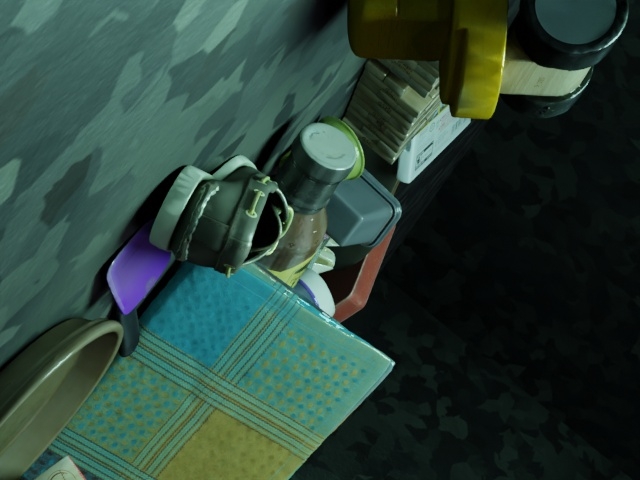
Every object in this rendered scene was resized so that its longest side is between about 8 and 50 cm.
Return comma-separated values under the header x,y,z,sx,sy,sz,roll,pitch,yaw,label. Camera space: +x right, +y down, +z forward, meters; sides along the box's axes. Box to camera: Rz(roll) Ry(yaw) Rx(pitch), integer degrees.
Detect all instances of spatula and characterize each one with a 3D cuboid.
x,y,z,sx,sy,sz,roll,pitch,yaw,label
-0.188,0.061,1.426,0.084,0.030,0.296,-53,176,-24,spatula

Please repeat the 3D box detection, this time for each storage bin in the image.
x,y,z,sx,sy,sz,roll,pitch,yaw,label
0.023,-0.047,1.913,0.098,0.135,0.091,-53,162,26,storage bin

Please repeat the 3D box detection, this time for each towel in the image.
x,y,z,sx,sy,sz,roll,pitch,yaw,label
-0.133,0.198,1.626,0.370,0.271,0.040,-49,-160,12,towel

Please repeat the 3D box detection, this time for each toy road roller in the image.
x,y,z,sx,sy,sz,roll,pitch,yaw,label
0.148,-0.277,1.315,0.202,0.240,0.330,96,-4,-79,toy road roller

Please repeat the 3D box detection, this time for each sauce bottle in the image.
x,y,z,sx,sy,sz,roll,pitch,yaw,label
-0.061,0.004,1.638,0.111,0.111,0.344,-44,172,-46,sauce bottle

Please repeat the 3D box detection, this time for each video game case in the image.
x,y,z,sx,sy,sz,roll,pitch,yaw,label
0.180,-0.221,2.089,0.227,0.026,0.206,-43,147,-48,video game case

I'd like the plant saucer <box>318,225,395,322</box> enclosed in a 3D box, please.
x,y,z,sx,sy,sz,roll,pitch,yaw,label
0.021,0.069,2.346,0.258,0.047,0.259,-36,-158,41,plant saucer

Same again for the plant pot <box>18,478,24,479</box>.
x,y,z,sx,sy,sz,roll,pitch,yaw,label
-0.294,0.405,1.750,0.254,0.239,0.254,-49,174,-7,plant pot

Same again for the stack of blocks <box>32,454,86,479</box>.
x,y,z,sx,sy,sz,roll,pitch,yaw,label
-0.349,0.339,1.347,0.297,0.087,0.171,-35,177,-27,stack of blocks

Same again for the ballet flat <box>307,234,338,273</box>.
x,y,z,sx,sy,sz,roll,pitch,yaw,label
0.000,0.000,2.170,0.221,0.079,0.077,-56,-157,35,ballet flat

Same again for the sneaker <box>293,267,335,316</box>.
x,y,z,sx,sy,sz,roll,pitch,yaw,label
-0.130,0.153,2.119,0.236,0.130,0.323,-30,177,-25,sneaker

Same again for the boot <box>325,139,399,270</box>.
x,y,z,sx,sy,sz,roll,pitch,yaw,label
0.072,-0.073,2.207,0.115,0.112,0.305,-53,175,-49,boot

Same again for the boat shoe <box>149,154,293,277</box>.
x,y,z,sx,sy,sz,roll,pitch,yaw,label
-0.082,-0.019,1.389,0.109,0.091,0.305,-65,173,7,boat shoe

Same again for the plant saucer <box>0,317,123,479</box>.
x,y,z,sx,sy,sz,roll,pitch,yaw,label
-0.290,0.175,1.327,0.278,0.041,0.278,-51,174,-7,plant saucer

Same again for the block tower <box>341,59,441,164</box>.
x,y,z,sx,sy,sz,roll,pitch,yaw,label
0.116,-0.216,1.704,0.097,0.091,0.335,-47,174,-24,block tower

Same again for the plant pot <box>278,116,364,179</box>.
x,y,z,sx,sy,sz,roll,pitch,yaw,label
-0.004,-0.093,1.676,0.079,0.083,0.083,-33,165,-32,plant pot
